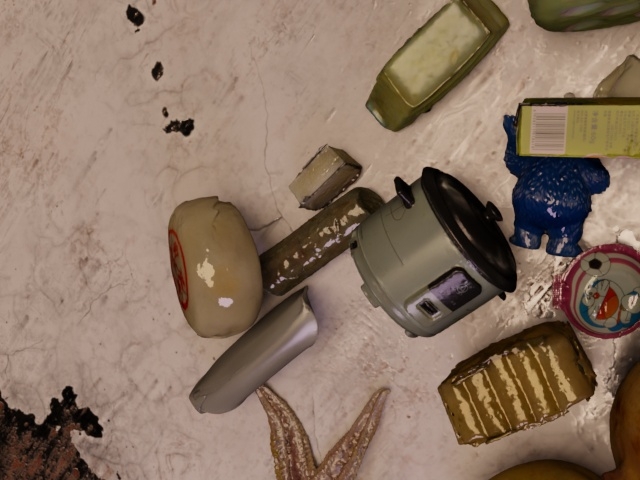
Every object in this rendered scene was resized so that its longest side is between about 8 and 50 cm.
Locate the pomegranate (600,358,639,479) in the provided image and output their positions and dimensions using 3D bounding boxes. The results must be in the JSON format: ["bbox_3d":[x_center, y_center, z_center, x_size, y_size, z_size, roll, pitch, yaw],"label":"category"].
[{"bbox_3d":[0.572,0.315,0.993,0.416,0.416,0.417,1,94,21],"label":"pomegranate"}]

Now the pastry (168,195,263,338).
[{"bbox_3d":[-0.197,0.052,1.351,0.133,0.265,0.265,-12,89,-18],"label":"pastry"}]

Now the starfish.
[{"bbox_3d":[-0.030,0.457,1.366,0.398,0.132,0.384,-3,83,37],"label":"starfish"}]

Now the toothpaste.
[{"bbox_3d":[0.442,-0.161,1.047,0.327,0.110,0.077,3,105,17],"label":"toothpaste"}]

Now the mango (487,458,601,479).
[{"bbox_3d":[0.336,0.560,1.186,0.301,0.220,0.445,29,106,14],"label":"mango"}]

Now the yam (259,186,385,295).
[{"bbox_3d":[0.000,0.000,1.340,0.259,0.093,0.093,-36,81,19],"label":"yam"}]

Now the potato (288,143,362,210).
[{"bbox_3d":[0.005,-0.112,1.339,0.122,0.086,0.061,-44,65,19],"label":"potato"}]

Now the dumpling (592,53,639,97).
[{"bbox_3d":[0.494,-0.193,1.135,0.169,0.100,0.134,43,110,13],"label":"dumpling"}]

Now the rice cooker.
[{"bbox_3d":[0.190,0.016,1.192,0.227,0.241,0.280,-37,114,21],"label":"rice cooker"}]

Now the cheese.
[{"bbox_3d":[0.485,0.081,1.159,0.244,0.062,0.155,1,98,1],"label":"cheese"}]

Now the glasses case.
[{"bbox_3d":[-0.111,0.209,1.389,0.308,0.128,0.083,-41,104,18],"label":"glasses case"}]

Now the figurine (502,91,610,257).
[{"bbox_3d":[0.371,-0.102,1.176,0.164,0.120,0.262,-4,91,22],"label":"figurine"}]

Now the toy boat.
[{"bbox_3d":[0.189,-0.301,1.253,0.276,0.084,0.111,-42,81,17],"label":"toy boat"}]

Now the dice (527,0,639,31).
[{"bbox_3d":[0.417,-0.453,1.066,0.254,0.250,0.252,-7,91,21],"label":"dice"}]

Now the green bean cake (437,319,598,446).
[{"bbox_3d":[0.312,0.218,1.168,0.229,0.224,0.131,-28,80,18],"label":"green bean cake"}]
